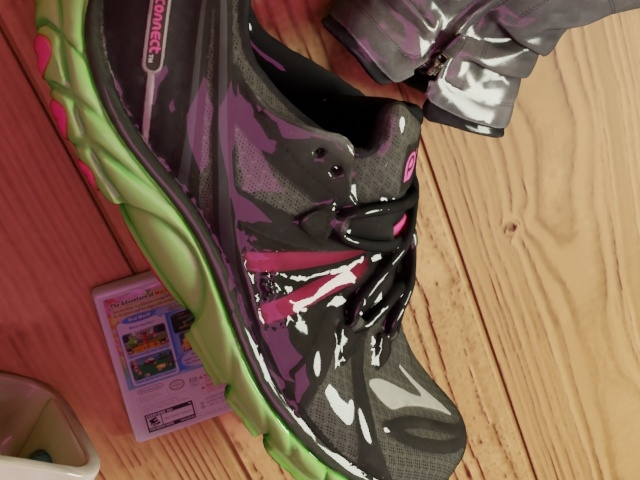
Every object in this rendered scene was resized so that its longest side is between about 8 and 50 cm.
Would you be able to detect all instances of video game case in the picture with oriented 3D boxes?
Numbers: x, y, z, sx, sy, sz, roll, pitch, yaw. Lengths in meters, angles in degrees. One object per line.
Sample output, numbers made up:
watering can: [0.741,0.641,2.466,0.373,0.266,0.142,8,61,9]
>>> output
video game case: [-0.090,0.078,0.852,0.157,0.019,0.143,-17,118,-14]

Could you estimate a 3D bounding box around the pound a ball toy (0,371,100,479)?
pound a ball toy: [-0.265,0.281,0.761,0.136,0.208,0.319,20,104,-40]

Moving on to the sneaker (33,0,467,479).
sneaker: [0.000,0.000,0.726,0.202,0.185,0.482,-27,117,8]

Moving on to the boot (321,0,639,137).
boot: [0.181,-0.174,0.808,0.338,0.118,0.222,22,107,-18]
